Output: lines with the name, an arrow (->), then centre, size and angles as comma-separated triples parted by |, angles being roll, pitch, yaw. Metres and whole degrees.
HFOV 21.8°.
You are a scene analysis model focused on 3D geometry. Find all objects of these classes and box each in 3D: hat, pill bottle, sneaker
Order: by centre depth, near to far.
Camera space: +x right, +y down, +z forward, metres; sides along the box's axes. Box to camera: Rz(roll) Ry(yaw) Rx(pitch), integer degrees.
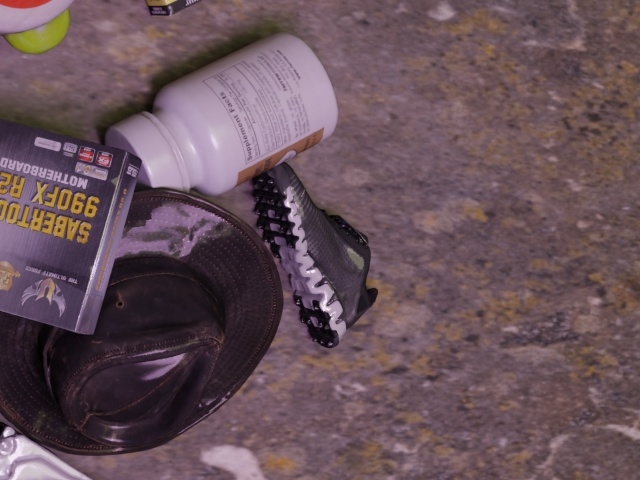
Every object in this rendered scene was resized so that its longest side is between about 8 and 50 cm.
hat -> -0.183, 0.115, 1.702 | 0.331, 0.134, 0.331 | -8, 118, -14
pill bottle -> -0.107, -0.122, 1.778 | 0.229, 0.131, 0.131 | -29, 110, -24
sneaker -> 0.000, 0.000, 1.892 | 0.106, 0.078, 0.234 | -34, 116, -26

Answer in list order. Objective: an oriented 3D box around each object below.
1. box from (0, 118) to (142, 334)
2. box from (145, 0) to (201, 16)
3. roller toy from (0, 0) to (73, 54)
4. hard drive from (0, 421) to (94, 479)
box -> -0.310, -0.025, 1.632 | 0.231, 0.056, 0.183 | 15, 87, 12
box -> -0.177, -0.358, 1.751 | 0.087, 0.058, 0.232 | -30, 111, -24
roller toy -> -0.332, -0.295, 1.614 | 0.191, 0.146, 0.209 | 13, 83, -40
hard drive -> -0.262, 0.377, 1.756 | 0.339, 0.064, 0.237 | 37, 77, -20
